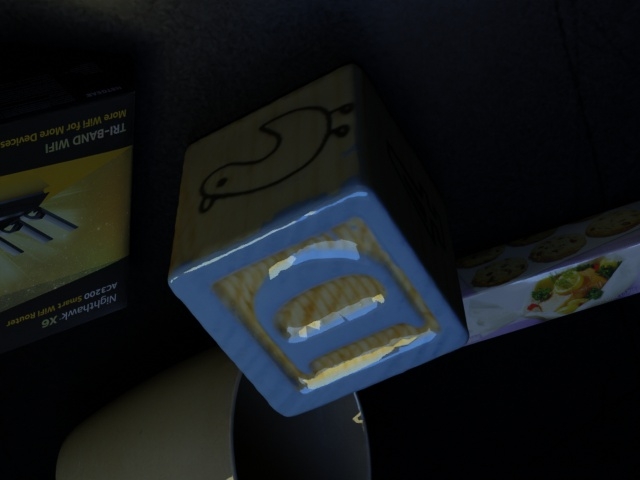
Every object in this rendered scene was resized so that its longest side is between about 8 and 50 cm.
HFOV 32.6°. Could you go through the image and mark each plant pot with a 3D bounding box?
[{"bbox_3d":[-0.127,0.233,1.120,0.274,0.256,0.256,-14,128,29],"label":"plant pot"}]

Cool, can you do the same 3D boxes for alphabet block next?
[{"bbox_3d":[0.000,0.000,0.955,0.192,0.197,0.193,-24,124,15],"label":"alphabet block"}]

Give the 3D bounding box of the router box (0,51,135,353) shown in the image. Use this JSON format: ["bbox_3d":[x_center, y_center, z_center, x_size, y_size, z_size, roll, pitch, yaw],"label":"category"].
[{"bbox_3d":[-0.309,-0.006,0.912,0.308,0.081,0.243,-21,137,-33],"label":"router box"}]

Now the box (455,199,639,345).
[{"bbox_3d":[0.181,0.048,1.078,0.324,0.067,0.063,-18,125,13],"label":"box"}]
